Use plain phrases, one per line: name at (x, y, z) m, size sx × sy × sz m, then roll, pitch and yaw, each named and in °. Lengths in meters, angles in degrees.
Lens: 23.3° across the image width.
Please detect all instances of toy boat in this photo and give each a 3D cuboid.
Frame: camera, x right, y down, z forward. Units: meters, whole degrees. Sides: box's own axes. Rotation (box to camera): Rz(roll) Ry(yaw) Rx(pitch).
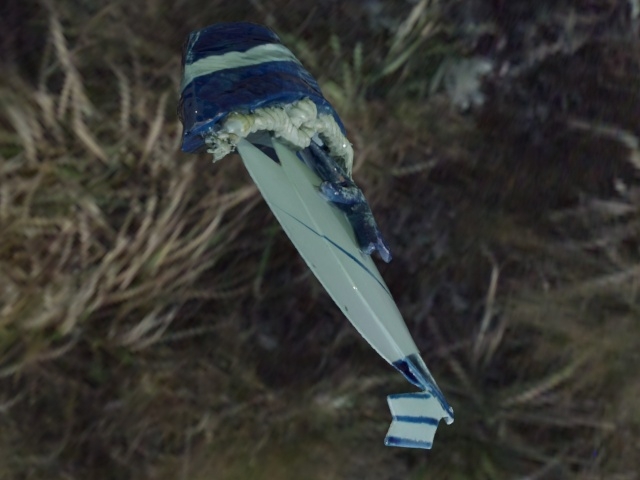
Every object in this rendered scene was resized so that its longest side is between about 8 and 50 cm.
toy boat at (0.003, -0.015, 0.992) m, size 0.070 × 0.210 × 0.292 m, roll -31°, pitch 102°, yaw 21°
